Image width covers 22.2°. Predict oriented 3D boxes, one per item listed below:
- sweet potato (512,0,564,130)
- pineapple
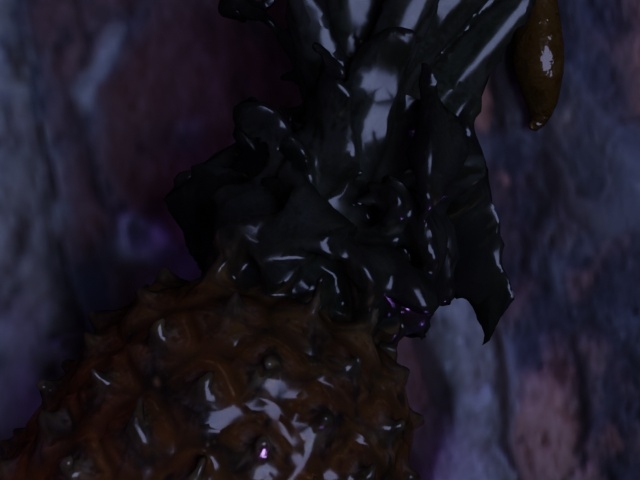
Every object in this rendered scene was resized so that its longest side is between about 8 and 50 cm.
[{"bbox_3d":[0.102,-0.109,0.757,0.026,0.026,0.115,3,89,-32],"label":"sweet potato"},{"bbox_3d":[0.003,0.002,0.625,0.165,0.165,0.364,33,72,-28],"label":"pineapple"}]
